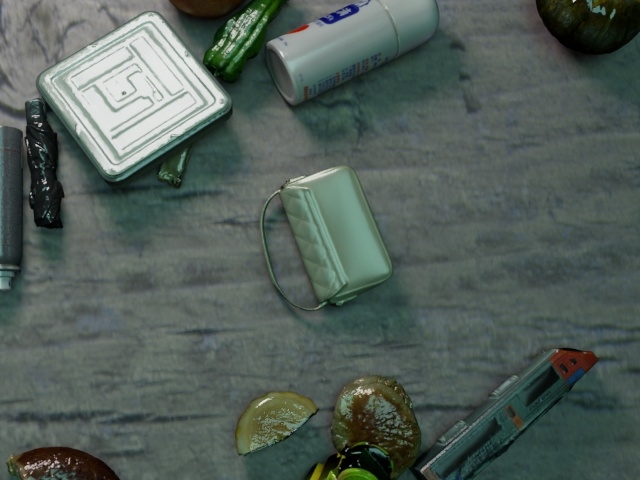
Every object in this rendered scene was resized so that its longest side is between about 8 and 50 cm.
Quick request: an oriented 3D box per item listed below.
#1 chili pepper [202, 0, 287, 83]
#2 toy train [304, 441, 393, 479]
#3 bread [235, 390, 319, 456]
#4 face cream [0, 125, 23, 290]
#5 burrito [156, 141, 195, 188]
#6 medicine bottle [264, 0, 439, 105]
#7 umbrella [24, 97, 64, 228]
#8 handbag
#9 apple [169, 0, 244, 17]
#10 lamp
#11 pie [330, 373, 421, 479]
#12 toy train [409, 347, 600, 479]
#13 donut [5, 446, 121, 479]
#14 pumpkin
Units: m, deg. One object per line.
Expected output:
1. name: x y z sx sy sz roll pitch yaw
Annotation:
1. chili pepper: -0.126 -0.404 1.509 0.083 0.099 0.253 39 71 -14
2. toy train: 0.106 0.488 1.416 0.161 0.100 0.296 -36 96 26
3. bread: -0.090 0.318 1.428 0.157 0.083 0.094 -42 89 -16
4. face cream: -0.552 -0.056 1.399 0.073 0.073 0.283 -1 82 -11
5. burrito: -0.256 -0.180 1.492 0.051 0.042 0.171 15 82 -2
6. medicine bottle: 0.071 -0.382 1.537 0.341 0.130 0.130 -27 88 -13
7. umbrella: -0.488 -0.137 1.425 0.059 0.066 0.235 -6 84 -16
8. handbag: 0.000 0.000 1.501 0.219 0.079 0.256 -20 86 -2
9. apple: -0.206 -0.508 1.489 0.201 0.162 0.201 0 67 -1
10. lamp: -0.335 -0.260 1.461 0.269 0.047 0.266 -36 75 -14
11. pie: 0.102 0.343 1.467 0.163 0.079 0.193 -30 93 -4
12. toy train: 0.343 0.320 1.510 0.409 0.086 0.089 -38 88 -13
13. donut: -0.415 0.403 1.338 0.144 0.126 0.186 -32 89 -21
14. pumpkin: 0.544 -0.482 1.629 0.238 0.159 0.237 7 58 -12
